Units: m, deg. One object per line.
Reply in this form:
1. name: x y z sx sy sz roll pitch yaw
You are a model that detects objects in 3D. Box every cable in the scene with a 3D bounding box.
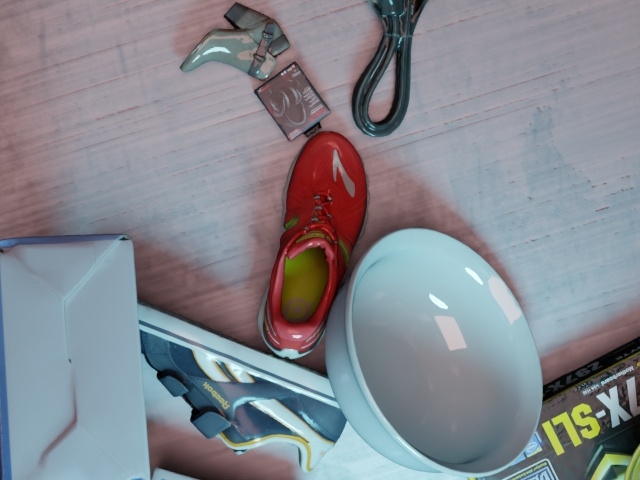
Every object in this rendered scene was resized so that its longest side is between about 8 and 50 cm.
1. cable: 0.088 -0.271 1.726 0.139 0.072 0.287 -8 108 -19

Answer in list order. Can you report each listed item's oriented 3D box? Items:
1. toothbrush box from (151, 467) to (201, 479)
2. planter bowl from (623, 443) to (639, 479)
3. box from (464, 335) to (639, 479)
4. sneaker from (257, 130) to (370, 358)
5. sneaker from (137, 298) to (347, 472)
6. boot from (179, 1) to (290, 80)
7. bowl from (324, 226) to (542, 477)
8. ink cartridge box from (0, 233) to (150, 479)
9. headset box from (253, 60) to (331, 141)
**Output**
1. toothbrush box: -0.131 0.438 1.652 0.216 0.126 0.296 17 55 -3
2. planter bowl: 0.446 0.286 1.681 0.217 0.090 0.217 0 95 -2
3. box: 0.354 0.282 1.761 0.322 0.079 0.257 -27 94 0
4. sneaker: 0.000 0.000 1.683 0.107 0.118 0.279 12 76 -3
5. sneaker: -0.121 0.171 1.702 0.321 0.126 0.128 24 88 -6
6. boot: -0.097 -0.220 1.713 0.087 0.042 0.118 42 92 -8
7. bowl: 0.106 0.144 1.676 0.134 0.298 0.298 -31 98 44
8. ink cartridge box: -0.296 0.189 1.573 0.151 0.395 0.270 -1 69 -16
9. headset box: -0.031 -0.162 1.725 0.062 0.032 0.083 -35 94 0
